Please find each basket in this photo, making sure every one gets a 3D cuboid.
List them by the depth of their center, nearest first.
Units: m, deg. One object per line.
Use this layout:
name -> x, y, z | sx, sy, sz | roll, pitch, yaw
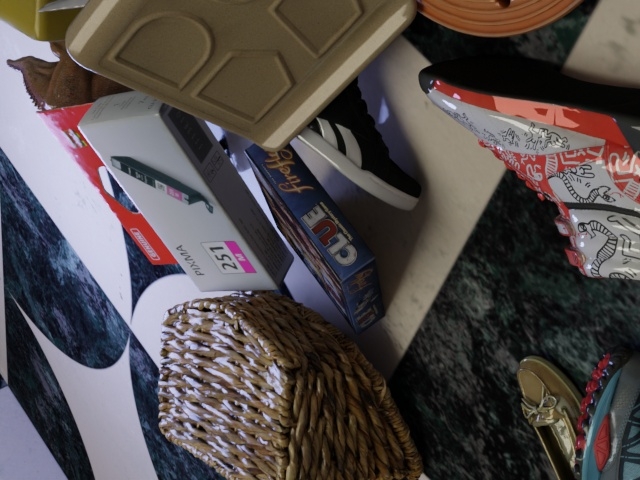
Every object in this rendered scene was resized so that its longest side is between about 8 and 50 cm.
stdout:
basket -> -0.037, 0.167, 1.255 | 0.299, 0.223, 0.213 | 15, 105, 54

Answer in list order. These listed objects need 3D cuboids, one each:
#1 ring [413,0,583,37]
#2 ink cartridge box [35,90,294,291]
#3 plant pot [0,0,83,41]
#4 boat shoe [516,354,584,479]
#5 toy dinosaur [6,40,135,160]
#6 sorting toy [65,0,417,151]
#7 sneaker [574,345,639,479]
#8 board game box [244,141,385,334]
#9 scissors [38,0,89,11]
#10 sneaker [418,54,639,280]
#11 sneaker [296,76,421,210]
ring -> 0.112, -0.320, 0.771 | 0.336, 0.032, 0.337 | 35, 138, 38
ink cartridge box -> -0.194, -0.049, 1.204 | 0.239, 0.060, 0.275 | -4, 133, 34
plant pot -> -0.279, -0.357, 1.181 | 0.212, 0.212, 0.187 | 32, 127, 41
boat shoe -> 0.224, 0.182, 0.961 | 0.056, 0.048, 0.153 | -23, 93, 59
toy dinosaur -> -0.272, -0.174, 1.282 | 0.127, 0.295, 0.200 | 96, -177, -78
sorting toy -> -0.035, -0.215, 0.840 | 0.307, 0.229, 0.041 | -42, 42, 30
sneaker -> 0.283, 0.215, 0.880 | 0.125, 0.104, 0.262 | 1, 104, 16
board game box -> 0.000, 0.000, 1.071 | 0.165, 0.042, 0.243 | 53, 174, 18
scissors -> -0.149, -0.255, 1.034 | 0.109, 0.297, 0.021 | 69, -167, 7
sneaker -> 0.182, -0.056, 0.806 | 0.270, 0.090, 0.145 | 23, 129, 44
sneaker -> 0.033, -0.132, 0.989 | 0.217, 0.121, 0.079 | 35, -172, -7
